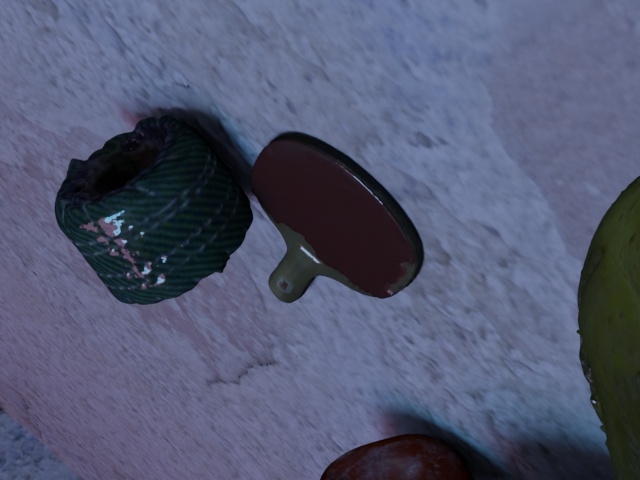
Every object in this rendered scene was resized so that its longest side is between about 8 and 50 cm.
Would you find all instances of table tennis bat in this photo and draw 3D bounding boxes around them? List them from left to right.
[{"bbox_3d":[0.000,0.000,0.987,0.131,0.022,0.234,40,157,3],"label":"table tennis bat"}]

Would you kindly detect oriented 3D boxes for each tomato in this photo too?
[{"bbox_3d":[0.083,0.207,1.141,0.159,0.091,0.139,30,161,35],"label":"tomato"}]

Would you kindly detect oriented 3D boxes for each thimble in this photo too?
[{"bbox_3d":[-0.117,-0.024,1.006,0.090,0.118,0.135,58,180,-25],"label":"thimble"}]

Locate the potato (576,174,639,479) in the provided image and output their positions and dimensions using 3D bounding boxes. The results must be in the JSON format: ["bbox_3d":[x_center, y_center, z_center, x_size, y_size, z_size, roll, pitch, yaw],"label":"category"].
[{"bbox_3d":[0.186,0.059,0.605,0.169,0.143,0.248,15,147,31],"label":"potato"}]
